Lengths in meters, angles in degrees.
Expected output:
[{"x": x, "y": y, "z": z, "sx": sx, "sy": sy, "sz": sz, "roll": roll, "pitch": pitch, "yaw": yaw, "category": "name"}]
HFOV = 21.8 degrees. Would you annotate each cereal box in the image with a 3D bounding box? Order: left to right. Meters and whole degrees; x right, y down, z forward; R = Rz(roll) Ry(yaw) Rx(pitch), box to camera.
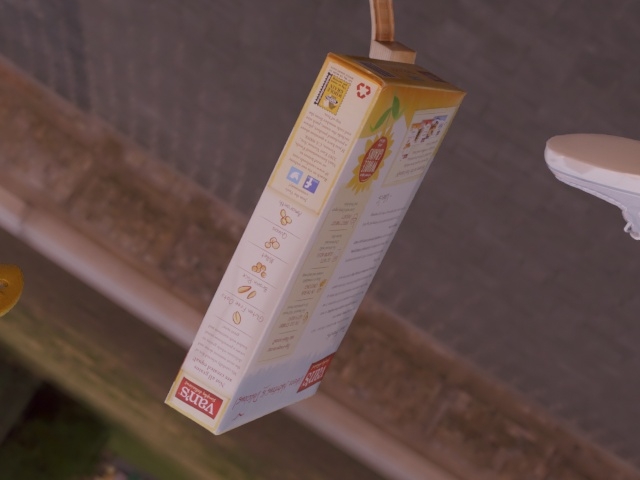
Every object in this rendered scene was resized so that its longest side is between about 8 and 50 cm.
[{"x": 0.000, "y": 0.000, "z": 1.054, "sx": 0.047, "sy": 0.240, "sz": 0.173, "roll": 30, "pitch": -168, "yaw": 16, "category": "cereal box"}]

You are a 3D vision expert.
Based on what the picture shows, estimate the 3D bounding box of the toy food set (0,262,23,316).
[{"x": -0.366, "y": 0.048, "z": 1.407, "sx": 0.218, "sy": 0.071, "sz": 0.128, "roll": 5, "pitch": -142, "yaw": -19, "category": "toy food set"}]

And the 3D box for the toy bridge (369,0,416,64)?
[{"x": 0.061, "y": -0.228, "z": 1.263, "sx": 0.026, "sy": 0.188, "sz": 0.063, "roll": -4, "pitch": -156, "yaw": -30, "category": "toy bridge"}]

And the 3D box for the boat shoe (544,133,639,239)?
[{"x": 0.242, "y": -0.025, "z": 1.154, "sx": 0.184, "sy": 0.063, "sz": 0.066, "roll": 14, "pitch": -152, "yaw": 8, "category": "boat shoe"}]
